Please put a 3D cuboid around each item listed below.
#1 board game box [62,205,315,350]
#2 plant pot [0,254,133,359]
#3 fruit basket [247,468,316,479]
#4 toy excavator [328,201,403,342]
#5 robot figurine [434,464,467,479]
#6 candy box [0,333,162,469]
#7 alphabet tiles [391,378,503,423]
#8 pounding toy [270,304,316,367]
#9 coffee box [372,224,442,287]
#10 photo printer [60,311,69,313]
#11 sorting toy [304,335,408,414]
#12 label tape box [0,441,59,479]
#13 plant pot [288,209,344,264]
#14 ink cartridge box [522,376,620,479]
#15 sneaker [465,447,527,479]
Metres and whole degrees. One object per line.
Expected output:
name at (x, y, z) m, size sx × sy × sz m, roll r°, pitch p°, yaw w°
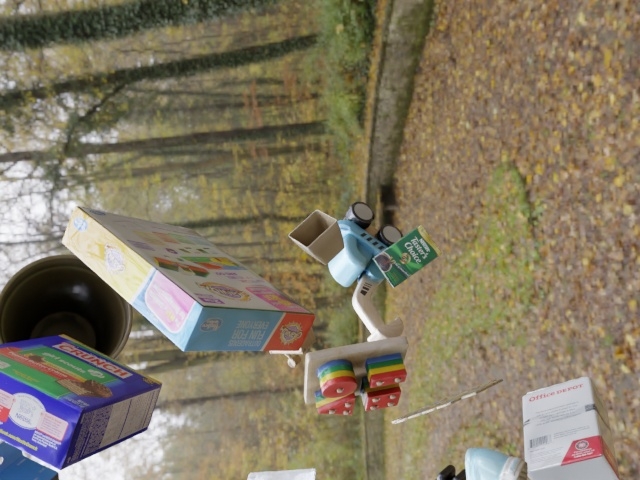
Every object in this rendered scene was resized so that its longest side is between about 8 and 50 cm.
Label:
board game box at (-0.197, 0.057, 0.970) m, size 0.242 × 0.316 × 0.064 m, roll 13°, pitch -76°, yaw -53°
plant pot at (-0.672, 0.233, 1.704) m, size 0.280 × 0.323 × 0.323 m, roll 136°, pitch 134°, yaw -59°
fruit basket at (-0.144, 0.853, 1.933) m, size 0.165 × 0.353 × 0.327 m, roll 34°, pitch -128°, yaw -35°
toy excavator at (0.164, 0.138, 2.453) m, size 0.445 × 0.433 × 0.222 m, roll -53°, pitch 0°, yaw -44°
robot figurine at (0.459, 0.925, 2.233) m, size 0.209 × 0.173 × 0.278 m, roll -155°, pitch 62°, yaw -74°
candy box at (-0.498, 0.296, 1.255) m, size 0.317 × 0.268 × 0.122 m, roll 23°, pitch -92°, yaw -78°
alphabet tiles at (0.398, 0.510, 2.055) m, size 0.342 × 0.285 × 0.011 m, roll -33°, pitch 73°, yaw 38°
pounding toy at (-0.116, 0.315, 2.021) m, size 0.094 × 0.181 × 0.206 m, roll -38°, pitch -64°, yaw -53°
coffee box at (0.263, 0.047, 1.977) m, size 0.113 × 0.184 × 0.040 m, roll 56°, pitch 177°, yaw 2°
photo printer at (-0.790, 0.288, 1.904) m, size 0.307 × 0.256 × 0.107 m, roll -62°, pitch 24°, yaw -1°
sorting toy at (0.093, 0.364, 1.658) m, size 0.257 × 0.255 × 0.089 m, roll 93°, pitch 165°, yaw -53°
label tape box at (-0.737, 0.668, 1.572) m, size 0.240 × 0.106 × 0.334 m, roll -41°, pitch -51°, yaw -79°
plant pot at (0.000, 0.000, 1.732) m, size 0.109 × 0.109 × 0.096 m, roll 31°, pitch 160°, yaw 54°
ink cartridge box at (0.643, 0.508, 1.691) m, size 0.114 × 0.197 × 0.273 m, roll 54°, pitch -150°, yaw -20°
sneaker at (0.363, 0.612, 1.457) m, size 0.135 × 0.150 × 0.366 m, roll -21°, pitch -58°, yaw -50°
